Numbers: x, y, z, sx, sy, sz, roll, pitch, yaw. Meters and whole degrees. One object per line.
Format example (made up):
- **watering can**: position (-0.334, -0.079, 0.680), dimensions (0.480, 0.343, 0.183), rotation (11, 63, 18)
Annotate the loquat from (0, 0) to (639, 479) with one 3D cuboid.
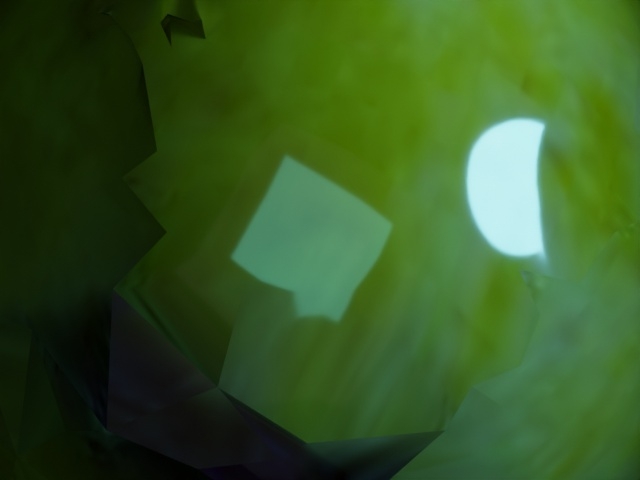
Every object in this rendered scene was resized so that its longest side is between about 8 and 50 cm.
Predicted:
- **loquat**: position (0.000, 0.000, 0.501), dimensions (0.235, 0.235, 0.235), rotation (0, 101, -2)
